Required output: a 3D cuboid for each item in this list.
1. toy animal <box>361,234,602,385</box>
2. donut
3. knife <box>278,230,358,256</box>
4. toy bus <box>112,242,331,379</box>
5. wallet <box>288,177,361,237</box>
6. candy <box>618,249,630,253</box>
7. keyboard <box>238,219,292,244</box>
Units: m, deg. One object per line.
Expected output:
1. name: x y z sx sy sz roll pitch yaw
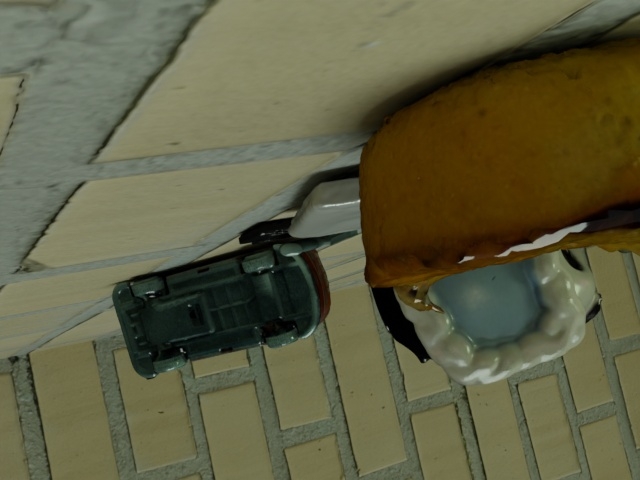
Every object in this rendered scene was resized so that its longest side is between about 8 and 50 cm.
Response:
1. toy animal: 0.148 0.026 0.845 0.204 0.156 0.208 -22 -162 0
2. donut: 0.139 -0.032 0.509 0.253 0.118 0.253 -10 173 -1
3. knife: 0.000 0.001 0.929 0.028 0.015 0.210 -13 -179 19
4. toy bus: -0.107 0.074 1.055 0.265 0.121 0.120 -16 -178 24
5. wallet: 0.040 -0.032 0.716 0.124 0.032 0.183 -12 176 -9
6. candy: 0.474 -0.046 1.184 0.104 0.102 0.234 -11 175 -11
7. keyboard: 0.022 -0.020 0.882 0.204 0.013 0.061 -10 174 -27
